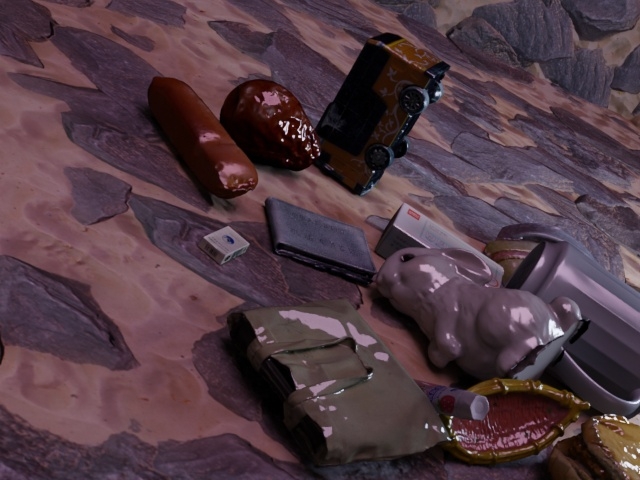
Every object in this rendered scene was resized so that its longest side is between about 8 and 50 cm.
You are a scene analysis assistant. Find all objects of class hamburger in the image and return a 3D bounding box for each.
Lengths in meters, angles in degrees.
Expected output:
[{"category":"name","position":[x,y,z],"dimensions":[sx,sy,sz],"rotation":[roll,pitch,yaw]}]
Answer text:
[{"category":"hamburger","position":[0.515,0.428,1.646],"dimensions":[0.259,0.145,0.283],"rotation":[18,26,-36]}]

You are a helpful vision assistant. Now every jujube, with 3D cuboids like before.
[{"category":"jujube","position":[-0.096,-0.229,2.053],"dimensions":[0.236,0.168,0.168],"rotation":[37,21,-33]}]

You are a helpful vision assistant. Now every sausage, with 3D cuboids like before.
[{"category":"sausage","position":[-0.232,-0.194,1.914],"dimensions":[0.097,0.094,0.348],"rotation":[-10,50,-37]}]

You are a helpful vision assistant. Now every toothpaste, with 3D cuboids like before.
[{"category":"toothpaste","position":[0.181,0.247,1.556],"dimensions":[0.067,0.194,0.043],"rotation":[-38,111,-29]}]

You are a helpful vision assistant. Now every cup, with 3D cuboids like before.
[{"category":"cup","position":[0.508,0.189,1.938],"dimensions":[0.326,0.237,0.323],"rotation":[35,33,1]}]

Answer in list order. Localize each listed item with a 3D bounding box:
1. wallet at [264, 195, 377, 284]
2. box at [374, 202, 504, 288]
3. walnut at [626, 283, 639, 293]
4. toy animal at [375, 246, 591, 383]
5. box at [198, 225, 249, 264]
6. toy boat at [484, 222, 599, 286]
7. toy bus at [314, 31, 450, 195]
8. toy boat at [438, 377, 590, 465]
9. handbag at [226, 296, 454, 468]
[{"category":"wallet","position":[0.001,-0.002,1.909],"dimensions":[0.222,0.036,0.167],"rotation":[21,29,-23]},{"category":"box","position":[0.250,0.042,2.060],"dimensions":[0.269,0.079,0.135],"rotation":[33,27,-1]},{"category":"walnut","position":[0.679,0.203,2.162],"dimensions":[0.230,0.178,0.178],"rotation":[58,32,9]},{"category":"toy animal","position":[0.277,0.127,1.832],"dimensions":[0.257,0.194,0.357],"rotation":[-34,58,-22]},{"category":"box","position":[-0.167,0.008,1.724],"dimensions":[0.054,0.024,0.083],"rotation":[38,28,13]},{"category":"toy boat","position":[0.508,0.066,2.286],"dimensions":[0.276,0.111,0.293],"rotation":[30,36,9]},{"category":"toy bus","position":[0.123,-0.280,2.188],"dimensions":[0.194,0.323,0.162],"rotation":[35,27,7]},{"category":"toy boat","position":[0.300,0.296,1.639],"dimensions":[0.317,0.099,0.141],"rotation":[-3,86,-32]},{"category":"handbag","position":[0.022,0.210,1.504],"dimensions":[0.253,0.109,0.316],"rotation":[-2,43,-42]}]
